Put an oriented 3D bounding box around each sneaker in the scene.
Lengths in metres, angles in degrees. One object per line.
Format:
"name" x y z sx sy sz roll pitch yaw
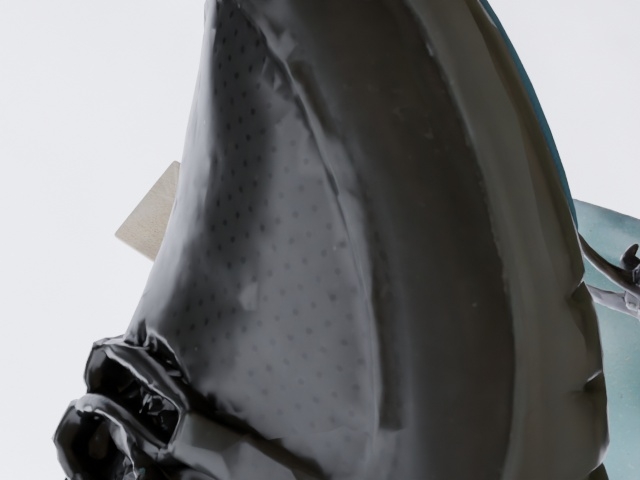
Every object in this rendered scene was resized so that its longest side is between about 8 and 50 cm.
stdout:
"sneaker" -0.029 0.096 0.389 0.139 0.341 0.125 2 -169 -18

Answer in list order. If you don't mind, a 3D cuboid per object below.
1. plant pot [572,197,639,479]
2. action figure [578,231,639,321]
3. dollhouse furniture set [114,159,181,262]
"plant pot" 0.232 0.106 1.261 0.293 0.196 0.293 22 177 1
"action figure" 0.259 0.037 0.879 0.164 0.275 0.141 79 -166 -45
"dollhouse furniture set" 0.000 0.000 1.035 0.151 0.144 0.123 43 171 -36
